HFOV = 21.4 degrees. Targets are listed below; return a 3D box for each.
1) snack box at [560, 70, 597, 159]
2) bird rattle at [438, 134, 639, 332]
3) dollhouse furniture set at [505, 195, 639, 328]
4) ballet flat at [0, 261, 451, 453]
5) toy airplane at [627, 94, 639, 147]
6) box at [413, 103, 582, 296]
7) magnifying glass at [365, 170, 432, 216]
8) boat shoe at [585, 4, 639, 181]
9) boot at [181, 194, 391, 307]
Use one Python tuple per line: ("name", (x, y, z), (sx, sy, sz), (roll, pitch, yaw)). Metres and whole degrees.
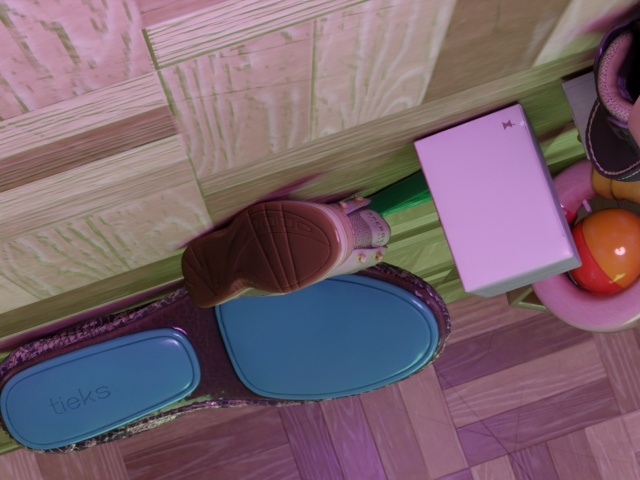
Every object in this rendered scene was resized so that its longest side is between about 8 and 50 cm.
("snack box", (0.297, -0.117, 1.347), (0.175, 0.070, 0.207), (-21, 172, 17))
("bird rattle", (0.243, -0.014, 1.550), (0.254, 0.207, 0.143), (-31, 152, 18))
("dollhouse furniture set", (0.388, -0.072, 1.748), (0.303, 0.173, 0.355), (9, 144, -29))
("ballet flat", (-0.104, 0.097, 1.744), (0.483, 0.164, 0.182), (-14, -164, 10))
("toy airplane", (0.367, -0.110, 0.741), (0.386, 0.272, 0.384), (-23, 172, 30))
("box", (0.149, -0.028, 1.391), (0.091, 0.130, 0.170), (-19, 173, 10))
("magnifying glass", (0.069, -0.039, 1.557), (0.231, 0.026, 0.092), (-24, 172, 21))
("boat shoe", (0.225, -0.109, 1.120), (0.092, 0.102, 0.285), (-12, 168, -16))
("boot", (0.000, 0.000, 1.444), (0.165, 0.077, 0.213), (-13, 176, -38))
